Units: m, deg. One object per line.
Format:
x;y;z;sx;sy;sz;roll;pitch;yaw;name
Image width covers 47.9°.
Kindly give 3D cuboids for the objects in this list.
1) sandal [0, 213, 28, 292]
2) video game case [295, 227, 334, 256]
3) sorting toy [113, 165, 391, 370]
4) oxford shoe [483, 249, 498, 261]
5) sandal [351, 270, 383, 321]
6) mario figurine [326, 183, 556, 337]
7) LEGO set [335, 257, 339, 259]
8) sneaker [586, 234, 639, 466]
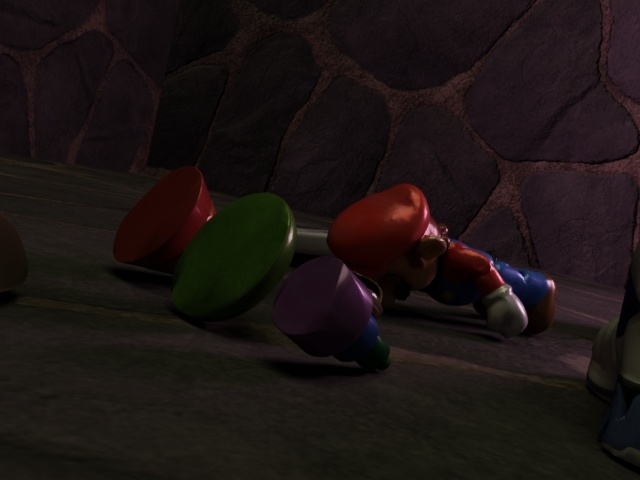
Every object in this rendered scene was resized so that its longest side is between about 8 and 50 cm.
-0.268;0.016;0.438;0.079;0.088;0.240;-18;-4;1;sandal
0.000;0.000;1.231;0.329;0.036;0.300;6;2;17;video game case
-0.060;0.037;0.659;0.366;0.127;0.126;23;-19;51;sorting toy
0.278;0.066;1.299;0.096;0.082;0.227;-6;1;10;oxford shoe
0.030;0.051;0.703;0.072;0.049;0.180;19;-11;0;sandal
0.138;0.056;0.908;0.321;0.170;0.198;22;-37;-29;mario figurine
0.052;0.038;1.303;0.054;0.023;0.083;14;-9;-6;LEGO set
0.298;0.065;0.571;0.128;0.182;0.315;15;5;18;sneaker
